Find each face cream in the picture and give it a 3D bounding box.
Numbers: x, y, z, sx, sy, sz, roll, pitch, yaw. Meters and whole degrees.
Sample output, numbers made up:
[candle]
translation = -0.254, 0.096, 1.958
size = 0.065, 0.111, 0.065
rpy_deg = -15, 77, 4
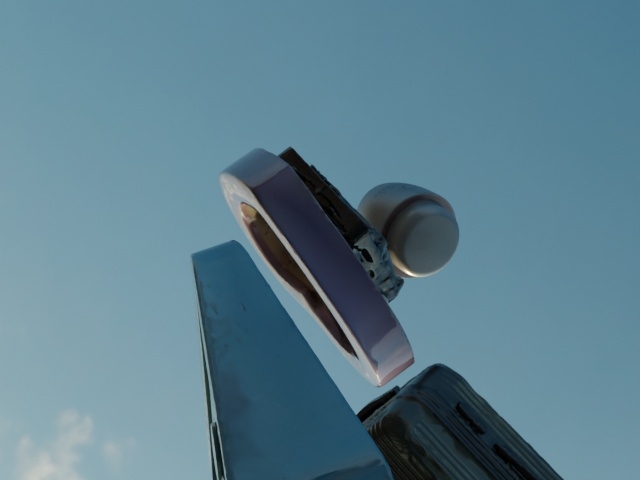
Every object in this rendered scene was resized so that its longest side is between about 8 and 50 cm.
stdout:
[face cream]
translation = 0.086, -0.013, 1.396
size = 0.095, 0.091, 0.091
rpy_deg = 37, -48, 54

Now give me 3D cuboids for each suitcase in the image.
[suitcase]
translation = 0.142, 0.278, 1.311
size = 0.312, 0.128, 0.202
rpy_deg = 47, -44, 3

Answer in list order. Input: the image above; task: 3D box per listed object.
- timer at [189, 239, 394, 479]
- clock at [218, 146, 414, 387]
[timer]
translation = -0.039, 0.153, 0.827
size = 0.250, 0.091, 0.231
rpy_deg = -122, -157, -47
[clock]
translation = 0.000, 0.000, 0.963
size = 0.198, 0.064, 0.172
rpy_deg = 46, -13, 37
